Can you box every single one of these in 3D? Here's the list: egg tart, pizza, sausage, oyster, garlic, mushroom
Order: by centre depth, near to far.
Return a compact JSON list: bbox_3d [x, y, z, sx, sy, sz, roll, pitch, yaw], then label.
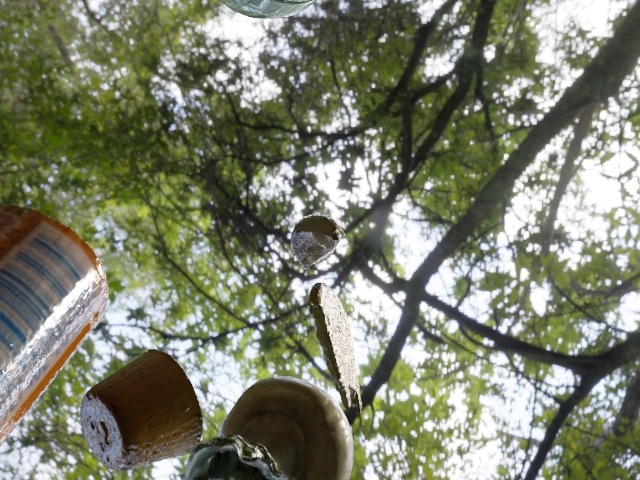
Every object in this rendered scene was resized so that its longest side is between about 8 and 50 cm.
[{"bbox_3d":[-0.050,0.174,0.465,0.100,0.098,0.037,34,-149,27],"label":"oyster"},{"bbox_3d":[-0.443,0.118,0.889,0.233,0.233,0.287,5,-145,13],"label":"sausage"},{"bbox_3d":[-0.315,0.306,1.185,0.202,0.203,0.147,30,-150,30],"label":"egg tart"},{"bbox_3d":[0.032,0.205,1.294,0.034,0.181,0.262,-16,-96,14],"label":"pizza"},{"bbox_3d":[-0.084,0.425,1.361,0.297,0.290,0.298,-1,-95,17],"label":"mushroom"},{"bbox_3d":[-0.010,-0.009,1.531,0.087,0.195,0.101,-28,-98,-31],"label":"garlic"}]

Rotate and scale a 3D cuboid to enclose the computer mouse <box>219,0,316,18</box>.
[{"bbox_3d":[-0.017,-0.298,0.555,0.097,0.159,0.288,-23,-150,54],"label":"computer mouse"}]
